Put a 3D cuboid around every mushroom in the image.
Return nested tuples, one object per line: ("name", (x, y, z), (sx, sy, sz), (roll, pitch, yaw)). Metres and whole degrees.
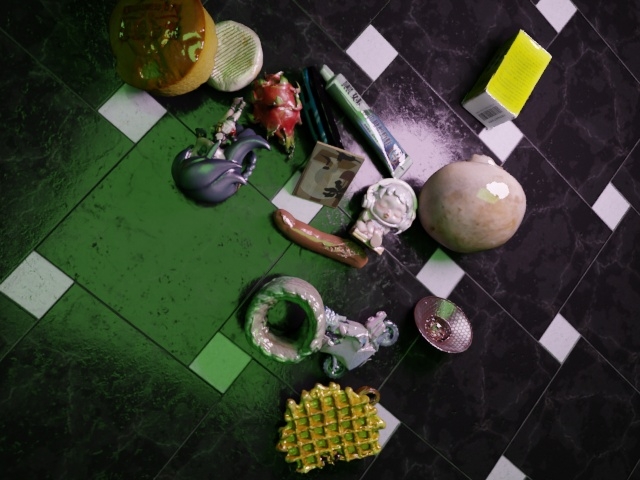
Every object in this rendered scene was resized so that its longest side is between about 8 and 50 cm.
("mushroom", (0.435, -0.119, 1.365), (0.297, 0.297, 0.290), (32, 45, -13))

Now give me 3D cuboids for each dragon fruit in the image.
("dragon fruit", (-0.115, -0.330, 1.251), (0.137, 0.135, 0.236), (-21, 116, -40))

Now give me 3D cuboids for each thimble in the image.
("thimble", (-0.085, 0.207, 1.224), (0.219, 0.150, 0.219), (0, 96, 1))

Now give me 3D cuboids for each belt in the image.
("belt", (0.131, 0.459, 1.362), (0.083, 0.036, 0.059), (-17, 93, -15))

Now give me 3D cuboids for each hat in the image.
("hat", (0.353, 0.268, 1.408), (0.193, 0.082, 0.193), (13, 48, -14))

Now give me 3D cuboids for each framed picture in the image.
("framed picture", (0.018, -0.172, 1.270), (0.136, 0.201, 0.010), (16, 48, -15))

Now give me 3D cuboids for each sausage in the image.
("sausage", (0.000, 0.000, 1.312), (0.304, 0.078, 0.078), (24, 83, -13))

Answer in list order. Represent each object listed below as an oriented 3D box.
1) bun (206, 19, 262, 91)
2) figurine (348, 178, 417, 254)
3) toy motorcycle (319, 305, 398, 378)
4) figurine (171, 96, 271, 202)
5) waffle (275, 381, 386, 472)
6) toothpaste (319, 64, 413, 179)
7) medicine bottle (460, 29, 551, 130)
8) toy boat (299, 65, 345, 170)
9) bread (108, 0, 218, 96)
("bun", (-0.233, -0.478, 1.238), (0.183, 0.102, 0.183), (0, 91, 4))
("figurine", (0.183, -0.078, 1.327), (0.162, 0.141, 0.237), (41, 80, -6))
("toy motorcycle", (0.079, 0.257, 1.312), (0.239, 0.108, 0.204), (-36, 98, -13))
("figurine", (-0.254, -0.218, 1.198), (0.265, 0.175, 0.197), (-37, 103, -5))
("waffle", (0.024, 0.532, 1.305), (0.309, 0.065, 0.283), (34, 90, -8))
("toothpaste", (0.129, -0.346, 1.357), (0.392, 0.061, 0.099), (48, 65, -12))
("medicine bottle", (0.571, -0.490, 1.442), (0.141, 0.137, 0.250), (35, 80, -12))
("toy boat", (-0.010, -0.327, 1.299), (0.092, 0.134, 0.299), (-19, 91, 18))
("bread", (-0.382, -0.488, 1.139), (0.269, 0.148, 0.270), (0, 90, 14))
